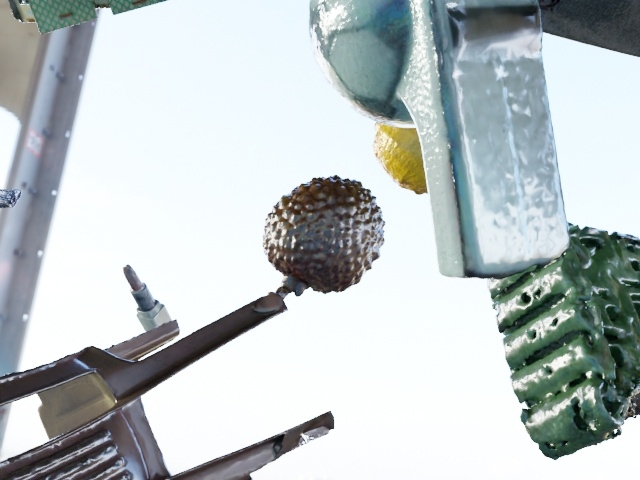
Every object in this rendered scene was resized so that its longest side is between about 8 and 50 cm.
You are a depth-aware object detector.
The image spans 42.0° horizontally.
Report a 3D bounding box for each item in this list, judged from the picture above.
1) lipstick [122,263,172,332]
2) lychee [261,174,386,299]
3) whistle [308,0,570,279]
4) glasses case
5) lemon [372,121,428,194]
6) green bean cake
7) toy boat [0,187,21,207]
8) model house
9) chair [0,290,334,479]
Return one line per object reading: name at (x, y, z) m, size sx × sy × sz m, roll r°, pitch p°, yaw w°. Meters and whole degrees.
lipstick at (-0.183, 0.065, 0.874) m, size 0.025 × 0.025 × 0.107 m, roll 9°, pitch -44°, yaw 32°
lychee at (0.000, 0.000, 1.400) m, size 0.200 × 0.238 × 0.200 m, roll 35°, pitch -5°, yaw 4°
whistle at (0.072, -0.120, 0.590) m, size 0.164 × 0.289 × 0.163 m, roll -9°, pitch 5°, yaw 1°
glasses case at (0.390, -0.325, 1.114) m, size 0.323 × 0.074 × 0.131 m, roll 9°, pitch -35°, yaw -18°
lemon at (0.174, -0.157, 1.467) m, size 0.187 × 0.142 × 0.142 m, roll 44°, pitch -18°, yaw 1°
green bean cake at (0.264, 0.088, 0.726) m, size 0.208 × 0.193 × 0.107 m, roll 9°, pitch -40°, yaw -27°
toy boat at (-0.366, -0.054, 0.911) m, size 0.038 × 0.038 × 0.083 m, roll -7°, pitch -8°, yaw 44°
model house at (-0.289, -0.403, 1.142) m, size 0.207 × 0.178 × 0.271 m, roll 14°, pitch 36°, yaw 38°
chair at (-0.168, 0.165, 0.609) m, size 0.327 × 0.175 × 0.183 m, roll -20°, pitch -8°, yaw -41°
